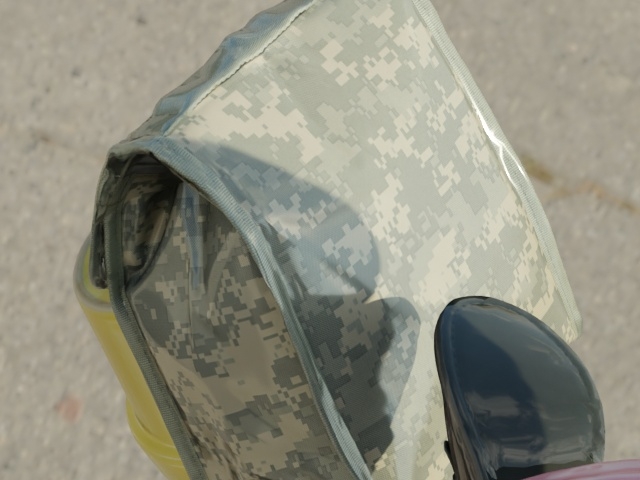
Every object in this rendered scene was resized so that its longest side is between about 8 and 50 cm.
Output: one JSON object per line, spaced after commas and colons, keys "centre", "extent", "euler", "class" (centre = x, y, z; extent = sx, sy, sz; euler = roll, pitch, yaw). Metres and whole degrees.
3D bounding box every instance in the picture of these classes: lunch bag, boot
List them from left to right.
{"centre": [0.000, 0.000, 1.119], "extent": [0.169, 0.287, 0.235], "euler": [1, 33, 41], "class": "lunch bag"}
{"centre": [0.072, 0.188, 1.025], "extent": [0.091, 0.229, 0.263], "euler": [5, 53, -25], "class": "boot"}

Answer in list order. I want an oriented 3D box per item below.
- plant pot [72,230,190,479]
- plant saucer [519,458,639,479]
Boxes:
{"centre": [-0.091, 0.076, 1.720], "extent": [0.239, 0.254, 0.254], "euler": [54, 19, -37], "class": "plant pot"}
{"centre": [0.088, 0.209, 0.539], "extent": [0.332, 0.084, 0.332], "euler": [-10, 59, 16], "class": "plant saucer"}
